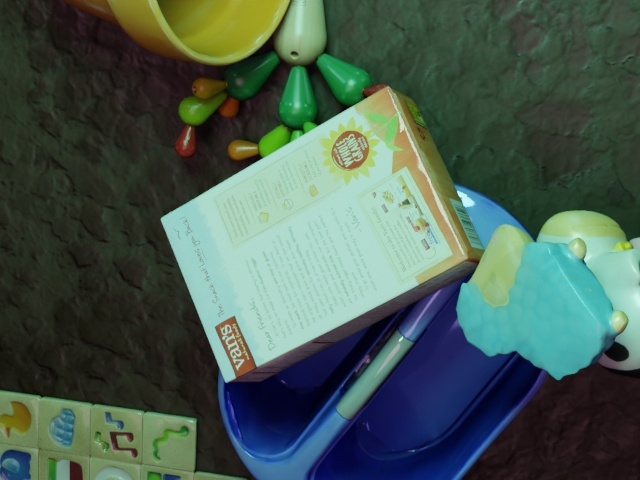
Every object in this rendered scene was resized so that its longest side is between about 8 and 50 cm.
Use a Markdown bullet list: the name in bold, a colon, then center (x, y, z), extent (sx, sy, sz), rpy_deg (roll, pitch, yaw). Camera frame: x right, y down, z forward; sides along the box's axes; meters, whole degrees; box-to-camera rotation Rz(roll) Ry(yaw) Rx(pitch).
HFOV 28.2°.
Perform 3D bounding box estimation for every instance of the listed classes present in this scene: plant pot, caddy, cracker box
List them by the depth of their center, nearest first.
- **cracker box**: center (0.000, 0.000, 1.045), extent (0.232, 0.067, 0.155), rpy_deg (-28, 75, 19)
- **plant pot**: center (-0.150, -0.262, 1.094), extent (0.188, 0.205, 0.205), rpy_deg (13, 108, 34)
- **caddy**: center (0.061, 0.094, 1.142), extent (0.241, 0.179, 0.341), rpy_deg (37, 108, 1)

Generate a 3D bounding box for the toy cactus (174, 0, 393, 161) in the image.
- **toy cactus**: center (-0.027, -0.143, 1.153), extent (0.219, 0.112, 0.180), rpy_deg (5, 95, 21)

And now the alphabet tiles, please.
- **alphabet tiles**: center (-0.245, 0.306, 1.353), extent (0.343, 0.011, 0.285), rpy_deg (6, 105, 11)

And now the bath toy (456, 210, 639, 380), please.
- **bath toy**: center (0.279, 0.051, 1.038), extent (0.129, 0.348, 0.151), rpy_deg (-48, 51, 41)
